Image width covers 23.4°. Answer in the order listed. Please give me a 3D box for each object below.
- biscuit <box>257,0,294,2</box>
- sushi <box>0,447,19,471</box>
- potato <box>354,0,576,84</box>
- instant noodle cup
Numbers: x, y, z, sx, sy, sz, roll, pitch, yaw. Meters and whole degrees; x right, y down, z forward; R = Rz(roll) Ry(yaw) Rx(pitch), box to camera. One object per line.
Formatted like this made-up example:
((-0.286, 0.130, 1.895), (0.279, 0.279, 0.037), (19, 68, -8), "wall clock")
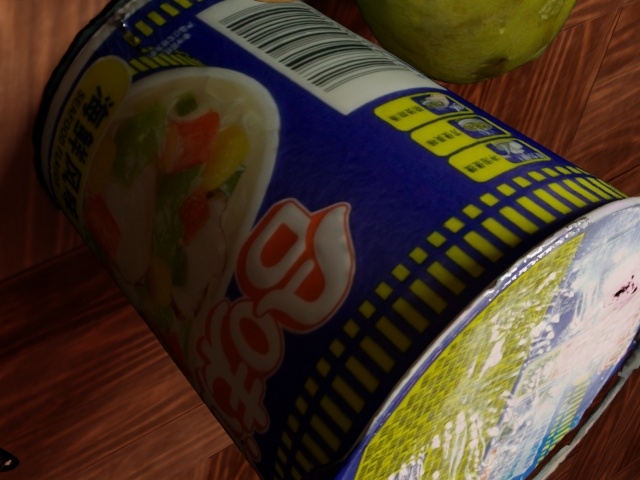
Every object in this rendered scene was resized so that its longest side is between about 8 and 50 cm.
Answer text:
((-0.016, -0.280, 0.711), (0.287, 0.057, 0.344), (-40, 135, -5), "biscuit")
((-0.243, 0.118, 0.928), (0.098, 0.084, 0.094), (-36, 147, -33), "sushi")
((0.084, -0.208, 0.934), (0.186, 0.148, 0.253), (-53, 152, -37), "potato")
((0.000, 0.000, 0.885), (0.284, 0.312, 0.284), (-34, 149, -24), "instant noodle cup")
